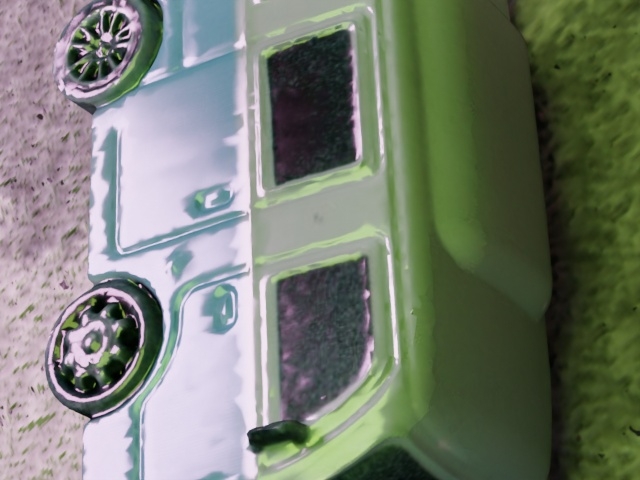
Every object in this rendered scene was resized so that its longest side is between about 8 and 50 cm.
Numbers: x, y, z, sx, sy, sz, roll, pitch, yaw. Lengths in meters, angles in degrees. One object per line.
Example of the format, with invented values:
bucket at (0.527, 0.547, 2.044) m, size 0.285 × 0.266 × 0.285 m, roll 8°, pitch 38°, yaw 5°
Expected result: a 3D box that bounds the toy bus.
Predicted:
toy bus at (0.000, 0.000, 0.625) m, size 0.165 × 0.133 × 0.271 m, roll -18°, pitch 60°, yaw 28°
